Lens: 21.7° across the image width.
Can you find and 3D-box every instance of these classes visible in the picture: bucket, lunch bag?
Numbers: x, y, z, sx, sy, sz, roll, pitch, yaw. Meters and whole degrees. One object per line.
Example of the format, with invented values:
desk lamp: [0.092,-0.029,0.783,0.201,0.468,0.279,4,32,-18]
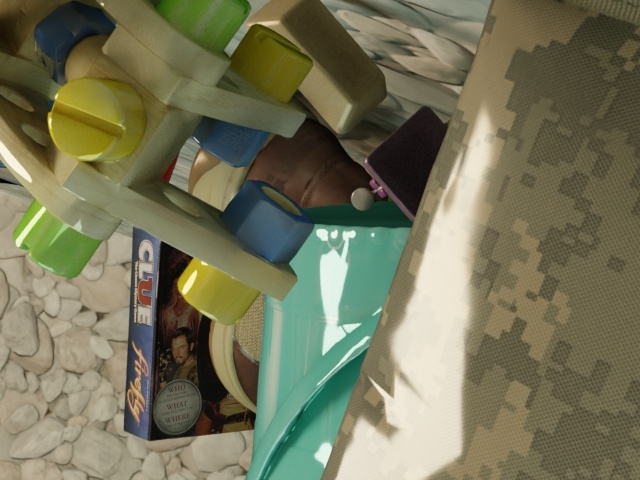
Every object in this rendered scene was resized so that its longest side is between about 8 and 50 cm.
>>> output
bucket: [0.096,0.073,0.814,0.281,0.183,0.281,-3,-175,0]
lunch bag: [0.158,0.071,0.452,0.287,0.235,0.169,27,-167,39]

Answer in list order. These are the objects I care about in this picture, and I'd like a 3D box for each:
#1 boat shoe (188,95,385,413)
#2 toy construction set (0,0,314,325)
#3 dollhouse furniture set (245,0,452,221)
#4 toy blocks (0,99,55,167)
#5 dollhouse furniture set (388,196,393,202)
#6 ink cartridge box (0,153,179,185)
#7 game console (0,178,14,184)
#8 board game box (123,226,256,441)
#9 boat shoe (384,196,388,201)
boat shoe: [0.009,0.043,1.057,0.123,0.123,0.342,31,154,24]
toy construction set: [-0.138,-0.095,0.560,0.215,0.151,0.328,45,-179,33]
dollhouse furniture set: [0.021,-0.069,0.755,0.114,0.091,0.081,49,156,-4]
toy blocks: [-0.273,-0.105,0.971,0.261,0.190,0.381,8,175,0]
dollhouse furniture set: [0.121,-0.016,1.088,0.152,0.058,0.076,-4,157,23]
ink cartridge box: [-0.204,-0.078,1.307,0.134,0.078,0.231,23,173,-39]
game console: [-0.446,-0.151,1.612,0.342,0.060,0.386,29,169,-28]
board game box: [-0.042,0.068,1.351,0.243,0.165,0.042,-2,-171,-37]
boat shoe: [0.060,0.023,1.228,0.324,0.096,0.116,21,165,-13]
